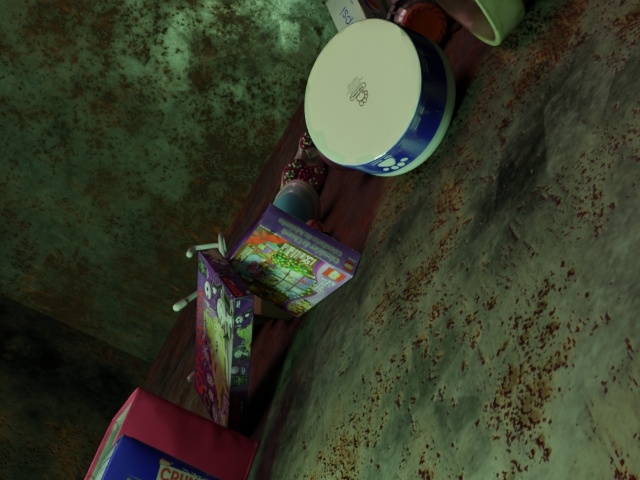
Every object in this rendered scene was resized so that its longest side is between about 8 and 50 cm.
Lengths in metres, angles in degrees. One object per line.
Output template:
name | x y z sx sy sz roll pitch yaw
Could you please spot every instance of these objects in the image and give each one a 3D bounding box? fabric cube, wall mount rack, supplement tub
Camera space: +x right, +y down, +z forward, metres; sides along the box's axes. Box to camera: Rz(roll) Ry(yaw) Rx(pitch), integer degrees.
fabric cube | -0.310 0.476 1.576 0.254 0.258 0.259 -45 21 53
wall mount rack | -0.274 0.169 2.042 0.304 0.130 0.350 -100 3 -63
supplement tub | 0.211 -0.470 1.787 0.117 0.117 0.190 -60 11 14

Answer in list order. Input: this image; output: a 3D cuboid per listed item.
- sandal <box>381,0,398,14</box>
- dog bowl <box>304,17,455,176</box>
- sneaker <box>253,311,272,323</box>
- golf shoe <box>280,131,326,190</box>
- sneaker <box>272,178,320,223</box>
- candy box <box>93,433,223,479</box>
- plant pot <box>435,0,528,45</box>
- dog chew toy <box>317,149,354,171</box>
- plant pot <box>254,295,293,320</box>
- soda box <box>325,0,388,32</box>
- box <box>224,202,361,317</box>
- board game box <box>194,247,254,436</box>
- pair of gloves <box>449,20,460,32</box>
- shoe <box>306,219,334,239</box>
sandal | 0.201 -0.571 2.062 0.102 0.169 0.416 -4 -49 -59
dog bowl | 0.100 -0.251 1.454 0.265 0.104 0.265 -6 81 41
sneaker | -0.095 0.099 1.955 0.222 0.118 0.083 -32 27 5
golf shoe | -0.046 -0.179 2.314 0.306 0.115 0.140 -66 0 -48
sneaker | -0.112 0.010 2.015 0.208 0.127 0.319 -55 -7 -47
candy box | -0.267 0.510 1.284 0.122 0.268 0.317 -43 22 49
plant pot | 0.271 -0.518 1.292 0.280 0.323 0.323 -43 15 8
dog chew toy | 0.088 -0.276 1.713 0.332 0.206 0.207 118 171 -46
plant pot | -0.099 0.126 1.841 0.109 0.109 0.096 169 113 -75
soda box | 0.114 -0.496 1.974 0.098 0.091 0.286 -47 53 40
box | -0.070 0.049 1.632 0.293 0.201 0.057 -43 21 59
board game box | -0.202 0.215 1.681 0.208 0.056 0.347 -132 42 -55
pair of gloves | 0.292 -0.467 1.691 0.083 0.010 0.074 -64 12 -3
shoe | 0.000 0.000 1.794 0.081 0.063 0.178 -52 21 36
